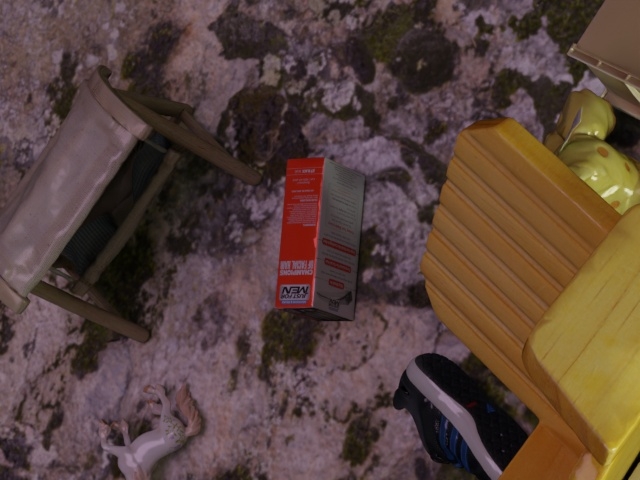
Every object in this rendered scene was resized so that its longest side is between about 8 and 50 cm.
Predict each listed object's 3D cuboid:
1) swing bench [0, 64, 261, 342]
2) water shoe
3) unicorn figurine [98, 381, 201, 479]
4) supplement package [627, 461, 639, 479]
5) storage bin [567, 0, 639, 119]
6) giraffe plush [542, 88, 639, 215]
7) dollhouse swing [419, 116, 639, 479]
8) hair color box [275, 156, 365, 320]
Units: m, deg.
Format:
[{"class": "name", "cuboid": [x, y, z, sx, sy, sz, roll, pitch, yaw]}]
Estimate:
[{"class": "swing bench", "cuboid": [-0.247, -0.045, 2.061, 0.165, 0.254, 0.253, 43, 101, 30]}, {"class": "water shoe", "cuboid": [0.156, 0.208, 1.892, 0.203, 0.073, 0.080, 52, 132, 28]}, {"class": "unicorn figurine", "cuboid": [-0.202, 0.240, 2.084, 0.162, 0.060, 0.111, -44, 61, 15]}, {"class": "supplement package", "cuboid": [0.371, 0.282, 1.639, 0.177, 0.175, 0.293, 30, 84, 37]}, {"class": "storage bin", "cuboid": [0.423, -0.218, 1.760, 0.260, 0.123, 0.262, 33, 88, 37]}, {"class": "giraffe plush", "cuboid": [0.305, -0.048, 1.813, 0.170, 0.210, 0.181, 21, 73, -1]}, {"class": "dollhouse swing", "cuboid": [0.166, 0.118, 1.682, 0.305, 0.347, 0.315, 32, 54, 16]}, {"class": "hair color box", "cuboid": [0.000, 0.000, 2.003, 0.053, 0.093, 0.167, -3, 77, 30]}]
